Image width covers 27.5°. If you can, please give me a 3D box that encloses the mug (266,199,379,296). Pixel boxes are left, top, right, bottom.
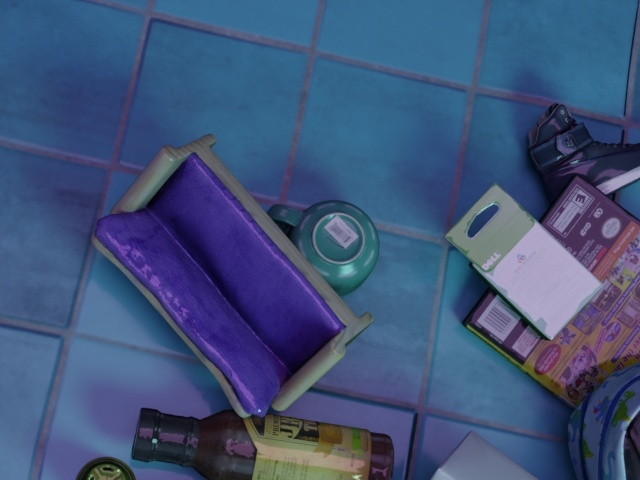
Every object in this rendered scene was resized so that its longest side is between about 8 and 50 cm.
[{"bbox_3d":[0.004,0.009,1.836,0.157,0.097,0.129,0,75,-10],"label":"mug"}]

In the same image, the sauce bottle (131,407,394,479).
[{"bbox_3d":[-0.076,0.284,1.743,0.344,0.111,0.111,10,74,-8],"label":"sauce bottle"}]

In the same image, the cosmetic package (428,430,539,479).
[{"bbox_3d":[0.268,0.437,1.647,0.365,0.155,0.197,34,112,12],"label":"cosmetic package"}]

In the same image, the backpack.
[{"bbox_3d":[0.480,0.338,1.754,0.290,0.273,0.355,-23,111,-10],"label":"backpack"}]

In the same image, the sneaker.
[{"bbox_3d":[0.417,-0.147,1.952,0.226,0.086,0.163,-26,83,-14],"label":"sneaker"}]

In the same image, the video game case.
[{"bbox_3d":[0.383,0.087,1.876,0.248,0.035,0.275,37,88,2],"label":"video game case"}]

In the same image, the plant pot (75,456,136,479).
[{"bbox_3d":[-0.282,0.323,1.715,0.083,0.079,0.083,2,76,-9],"label":"plant pot"}]

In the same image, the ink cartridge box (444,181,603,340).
[{"bbox_3d":[0.280,0.030,1.829,0.209,0.062,0.109,44,89,2],"label":"ink cartridge box"}]

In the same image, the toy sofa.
[{"bbox_3d":[-0.119,0.047,1.742,0.362,0.150,0.177,49,34,6],"label":"toy sofa"}]
